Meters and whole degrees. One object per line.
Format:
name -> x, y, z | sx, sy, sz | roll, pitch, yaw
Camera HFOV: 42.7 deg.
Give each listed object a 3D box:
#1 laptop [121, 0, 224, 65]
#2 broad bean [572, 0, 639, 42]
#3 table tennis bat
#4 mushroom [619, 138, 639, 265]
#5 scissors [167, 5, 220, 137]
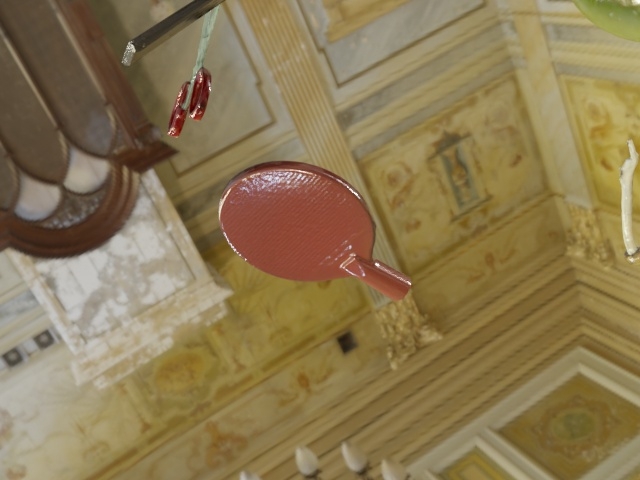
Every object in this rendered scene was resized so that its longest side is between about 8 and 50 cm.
laptop -> -0.168, -0.287, 1.052 | 0.197, 0.016, 0.135 | -37, -168, -12
broad bean -> 0.343, -0.340, 0.884 | 0.119, 0.238, 0.291 | -21, -124, -22
table tennis bat -> 0.000, 0.000, 1.144 | 0.200, 0.310, 0.038 | -42, -151, 34
mushroom -> 0.535, -0.073, 1.412 | 0.043, 0.306, 0.068 | -27, -140, -6
scissors -> -0.165, -0.273, 1.152 | 0.144, 0.017, 0.248 | -13, -117, 62
